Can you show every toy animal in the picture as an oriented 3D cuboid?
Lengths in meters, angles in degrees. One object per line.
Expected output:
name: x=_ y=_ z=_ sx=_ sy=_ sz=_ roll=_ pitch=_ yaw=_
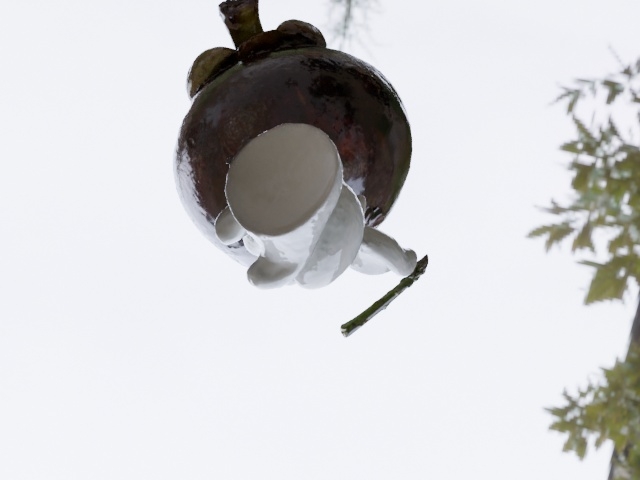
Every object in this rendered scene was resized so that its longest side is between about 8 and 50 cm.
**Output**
toy animal: x=-0.002 y=-0.002 z=0.955 sx=0.104 sy=0.221 sz=0.131 roll=32 pitch=-96 yaw=30

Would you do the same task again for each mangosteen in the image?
mangosteen: x=-0.043 y=-0.108 z=1.340 sx=0.293 sy=0.297 sz=0.297 roll=33 pitch=-137 yaw=15

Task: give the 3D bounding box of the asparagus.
asparagus: x=0.063 y=0.052 z=1.060 sx=0.114 sy=0.015 sz=0.014 roll=-39 pitch=-138 yaw=-19
